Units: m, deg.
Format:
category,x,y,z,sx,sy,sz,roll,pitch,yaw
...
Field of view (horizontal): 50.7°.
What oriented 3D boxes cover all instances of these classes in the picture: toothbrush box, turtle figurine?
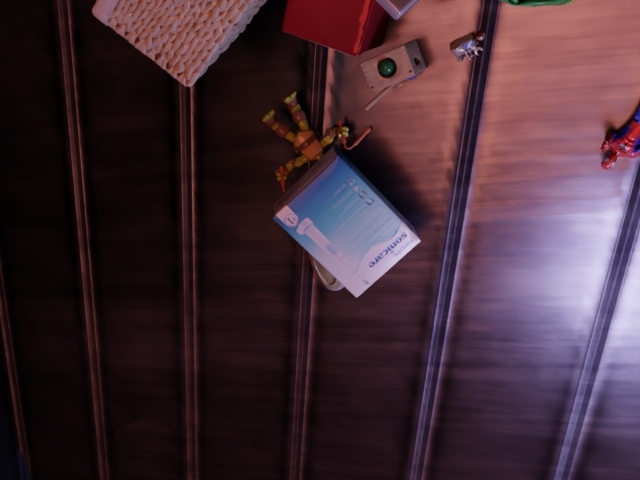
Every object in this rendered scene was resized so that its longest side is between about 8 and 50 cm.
category,x,y,z,sx,sy,sz,roll,pitch,yaw
toothbrush box,0.062,-0.045,1.637,0.216,0.126,0.295,-44,105,12
turtle figurine,-0.028,-0.258,1.678,0.269,0.087,0.217,-36,102,14

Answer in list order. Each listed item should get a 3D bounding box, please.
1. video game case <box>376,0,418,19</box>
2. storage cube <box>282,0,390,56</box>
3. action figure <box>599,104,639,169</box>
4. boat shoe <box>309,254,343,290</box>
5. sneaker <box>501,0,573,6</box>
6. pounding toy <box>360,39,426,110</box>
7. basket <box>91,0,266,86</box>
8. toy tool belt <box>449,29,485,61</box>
category,x,y,z,sx,sy,sz,roll,pitch,yaw
video game case,0.156,-0.644,1.342,0.300,0.329,0.036,45,166,0
storage cube,0.049,-0.534,1.475,0.215,0.184,0.193,22,119,12
action figure,0.665,-0.247,1.367,0.091,0.139,0.280,36,123,7
boat shoe,0.000,0.000,1.769,0.109,0.094,0.302,-5,109,25
sneaker,0.378,-0.537,1.369,0.295,0.123,0.110,12,116,19
pounding toy,0.157,-0.373,1.520,0.130,0.141,0.100,-17,104,28
basket,-0.257,-0.571,1.459,0.266,0.331,0.328,40,132,-12
toy tool belt,0.329,-0.425,1.486,0.083,0.052,0.051,-17,135,31
